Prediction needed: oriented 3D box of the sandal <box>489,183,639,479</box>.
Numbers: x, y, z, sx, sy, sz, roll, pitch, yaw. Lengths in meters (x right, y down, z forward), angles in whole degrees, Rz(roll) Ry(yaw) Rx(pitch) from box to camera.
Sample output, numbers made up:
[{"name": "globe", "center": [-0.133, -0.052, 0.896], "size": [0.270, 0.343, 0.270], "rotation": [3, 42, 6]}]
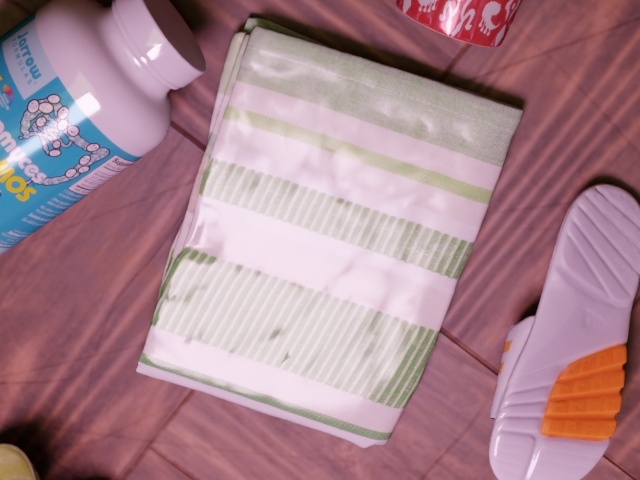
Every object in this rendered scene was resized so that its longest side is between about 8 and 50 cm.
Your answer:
[{"name": "sandal", "center": [0.208, 0.083, 1.425], "size": [0.102, 0.076, 0.265], "rotation": [19, 85, -14]}]

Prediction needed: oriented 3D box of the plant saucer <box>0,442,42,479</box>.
[{"name": "plant saucer", "center": [-0.296, 0.295, 1.461], "size": [0.037, 0.241, 0.241], "rotation": [28, 108, -31]}]

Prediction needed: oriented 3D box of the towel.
[{"name": "towel", "center": [0.000, 0.000, 1.440], "size": [0.248, 0.038, 0.325], "rotation": [19, 104, 0]}]

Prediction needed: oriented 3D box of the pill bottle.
[{"name": "pill bottle", "center": [-0.224, -0.101, 1.379], "size": [0.264, 0.146, 0.146], "rotation": [-34, 99, 13]}]

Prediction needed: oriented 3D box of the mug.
[{"name": "mug", "center": [0.124, -0.255, 1.341], "size": [0.113, 0.150, 0.169], "rotation": [7, 114, -34]}]
